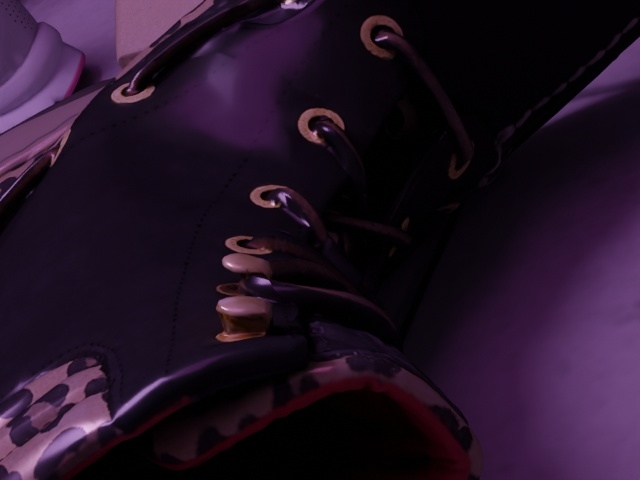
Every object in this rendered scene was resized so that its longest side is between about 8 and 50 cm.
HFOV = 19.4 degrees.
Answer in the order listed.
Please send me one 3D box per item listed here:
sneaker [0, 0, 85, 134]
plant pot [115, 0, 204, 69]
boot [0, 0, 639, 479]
[{"bbox_3d":[-0.262,-0.087,1.031,0.252,0.111,0.103,-23,28,12],"label":"sneaker"},{"bbox_3d":[-0.032,-0.100,0.853,0.109,0.109,0.096,-10,45,33],"label":"plant pot"},{"bbox_3d":[0.000,0.000,0.607,0.377,0.138,0.284,-31,26,5],"label":"boot"}]
